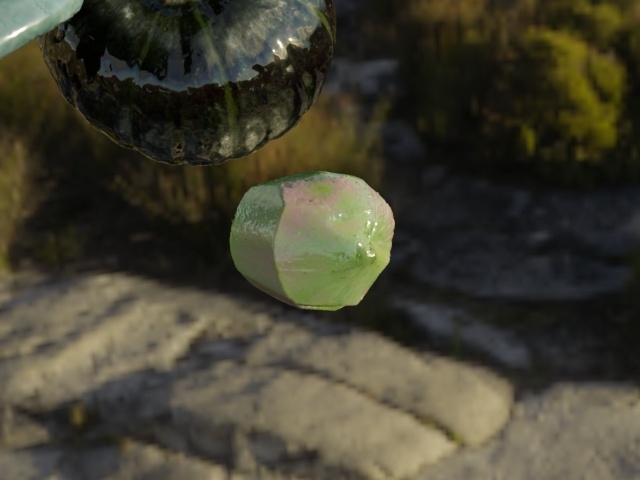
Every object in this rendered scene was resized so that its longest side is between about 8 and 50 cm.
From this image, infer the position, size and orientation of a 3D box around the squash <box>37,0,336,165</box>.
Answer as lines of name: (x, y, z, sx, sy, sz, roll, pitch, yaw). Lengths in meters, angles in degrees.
squash: (-0.086, -0.136, 1.230, 0.193, 0.156, 0.193, 9, 65, -19)

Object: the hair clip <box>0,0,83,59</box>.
hair clip: (-0.249, -0.213, 1.023, 0.392, 0.318, 0.238, -36, 6, 7)

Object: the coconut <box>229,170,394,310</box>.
coconut: (0.000, 0.000, 1.064, 0.082, 0.083, 0.081, -40, 31, -26)
